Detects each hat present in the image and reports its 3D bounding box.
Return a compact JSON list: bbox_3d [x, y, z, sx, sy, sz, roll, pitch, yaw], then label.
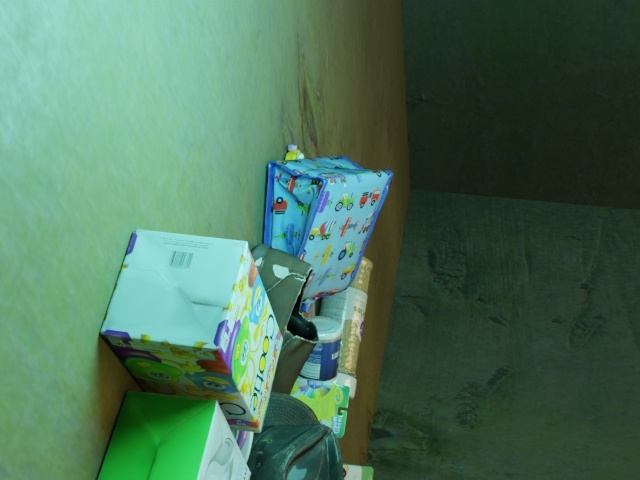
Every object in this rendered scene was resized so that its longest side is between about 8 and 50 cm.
[{"bbox_3d":[-0.043,0.376,1.478,0.134,0.331,0.331,-35,-153,39],"label":"hat"}]

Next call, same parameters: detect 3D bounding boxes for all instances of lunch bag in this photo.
[{"bbox_3d":[0.000,0.000,1.741,0.221,0.138,0.293,-10,116,-52],"label":"lunch bag"}]

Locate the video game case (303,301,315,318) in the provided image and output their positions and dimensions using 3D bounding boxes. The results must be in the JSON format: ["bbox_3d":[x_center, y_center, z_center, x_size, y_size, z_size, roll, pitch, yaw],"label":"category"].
[{"bbox_3d":[-0.041,0.193,2.078,0.183,0.023,0.201,-61,155,-63],"label":"video game case"}]

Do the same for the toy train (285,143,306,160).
[{"bbox_3d":[-0.046,-0.117,1.821,0.125,0.046,0.166,84,16,-47],"label":"toy train"}]

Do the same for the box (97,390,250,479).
[{"bbox_3d":[-0.191,0.355,1.124,0.231,0.126,0.262,78,19,-52],"label":"box"}]

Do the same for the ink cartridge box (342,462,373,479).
[{"bbox_3d":[-0.006,0.580,1.991,0.278,0.117,0.201,26,68,-56],"label":"ink cartridge box"}]

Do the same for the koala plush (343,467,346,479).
[{"bbox_3d":[-0.024,0.476,1.744,0.196,0.203,0.221,65,-16,7],"label":"koala plush"}]

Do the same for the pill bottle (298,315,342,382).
[{"bbox_3d":[-0.007,0.257,1.985,0.094,0.094,0.169,-58,155,-66],"label":"pill bottle"}]

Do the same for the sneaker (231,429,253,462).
[{"bbox_3d":[-0.134,0.235,1.369,0.152,0.114,0.305,47,50,-74],"label":"sneaker"}]

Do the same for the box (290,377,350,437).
[{"bbox_3d":[-0.036,0.315,1.752,0.043,0.179,0.105,60,37,-71],"label":"box"}]

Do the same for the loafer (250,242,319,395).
[{"bbox_3d":[-0.071,0.190,1.631,0.134,0.130,0.366,-57,151,-67],"label":"loafer"}]

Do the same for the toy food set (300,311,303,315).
[{"bbox_3d":[-0.054,0.167,1.865,0.128,0.071,0.218,-70,163,-51],"label":"toy food set"}]

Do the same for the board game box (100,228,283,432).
[{"bbox_3d":[-0.149,0.122,1.157,0.275,0.144,0.142,76,23,-59],"label":"board game box"}]

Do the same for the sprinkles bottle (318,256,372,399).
[{"bbox_3d":[0.049,0.214,2.300,0.121,0.121,0.355,67,30,-68],"label":"sprinkles bottle"}]
